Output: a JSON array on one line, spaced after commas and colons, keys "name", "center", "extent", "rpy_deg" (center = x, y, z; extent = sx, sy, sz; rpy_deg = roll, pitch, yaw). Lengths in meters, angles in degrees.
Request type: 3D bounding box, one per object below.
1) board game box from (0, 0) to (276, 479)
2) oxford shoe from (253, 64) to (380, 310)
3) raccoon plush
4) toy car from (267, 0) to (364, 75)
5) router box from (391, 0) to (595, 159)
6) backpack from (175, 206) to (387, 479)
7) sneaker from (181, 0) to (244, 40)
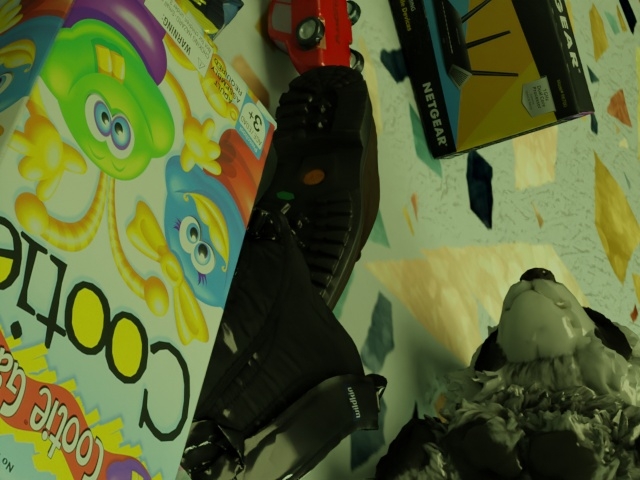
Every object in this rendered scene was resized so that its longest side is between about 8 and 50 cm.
[{"name": "board game box", "center": [-0.138, 0.013, 0.665], "extent": [0.142, 0.144, 0.275], "rpy_deg": [51, 35, -34]}, {"name": "oxford shoe", "center": [0.000, 0.000, 0.985], "extent": [0.096, 0.082, 0.227], "rpy_deg": [69, 32, -47]}, {"name": "raccoon plush", "center": [0.143, 0.248, 1.085], "extent": [0.299, 0.216, 0.446], "rpy_deg": [-24, 126, -75]}, {"name": "toy car", "center": [-0.001, -0.228, 1.127], "extent": [0.225, 0.053, 0.239], "rpy_deg": [-29, 102, -61]}, {"name": "router box", "center": [0.134, -0.169, 1.250], "extent": [0.046, 0.133, 0.179], "rpy_deg": [-9, 83, -62]}, {"name": "backpack", "center": [-0.059, 0.080, 0.802], "extent": [0.152, 0.115, 0.182], "rpy_deg": [54, 33, -10]}, {"name": "sneaker", "center": [-0.086, -0.134, 0.936], "extent": [0.053, 0.059, 0.144], "rpy_deg": [35, 19, -5]}]
